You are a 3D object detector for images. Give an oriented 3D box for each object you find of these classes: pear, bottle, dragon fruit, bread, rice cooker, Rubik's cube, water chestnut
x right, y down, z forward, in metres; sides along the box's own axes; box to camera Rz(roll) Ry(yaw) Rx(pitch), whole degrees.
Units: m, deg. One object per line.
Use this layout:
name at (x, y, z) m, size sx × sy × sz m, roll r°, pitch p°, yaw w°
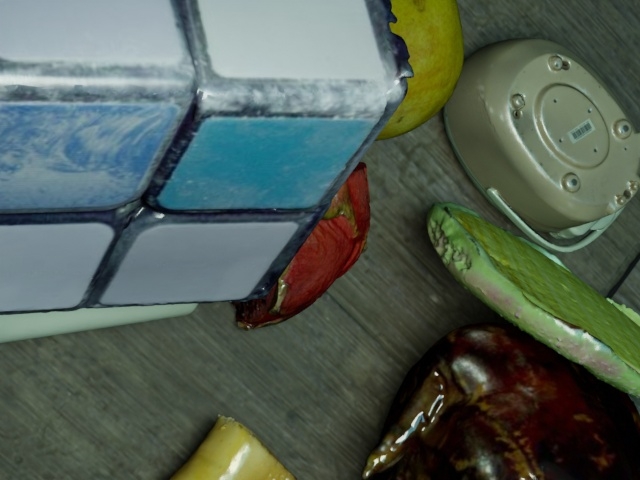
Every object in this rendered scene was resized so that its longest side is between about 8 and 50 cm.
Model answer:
pear at (0.019, -0.174, 1.463) m, size 0.200 × 0.200 × 0.200 m, roll 1°, pitch 88°, yaw -25°
bottle at (-0.221, 0.026, 1.392) m, size 0.245 × 0.104 × 0.104 m, roll -7°, pitch 91°, yaw -25°
dragon fruit at (0.001, 0.000, 1.490) m, size 0.161 × 0.120 × 0.127 m, roll -20°, pitch 102°, yaw -29°
bread at (0.217, 0.062, 1.509) m, size 0.301 × 0.301 × 0.045 m, roll 29°, pitch 103°, yaw -22°
rice cooker at (0.207, -0.092, 1.585) m, size 0.145 × 0.127 × 0.206 m, roll -44°, pitch 97°, yaw -19°
bread at (-0.085, 0.244, 1.458) m, size 0.173 × 0.085 × 0.134 m, roll -48°, pitch 110°, yaw -20°
Rubik's cube at (-0.162, -0.148, 1.259) m, size 0.313 × 0.318 × 0.316 m, roll -2°, pitch 60°, yaw -26°
water chestnut at (0.153, 0.217, 1.489) m, size 0.244 × 0.289 × 0.289 m, roll 14°, pitch 81°, yaw 10°
